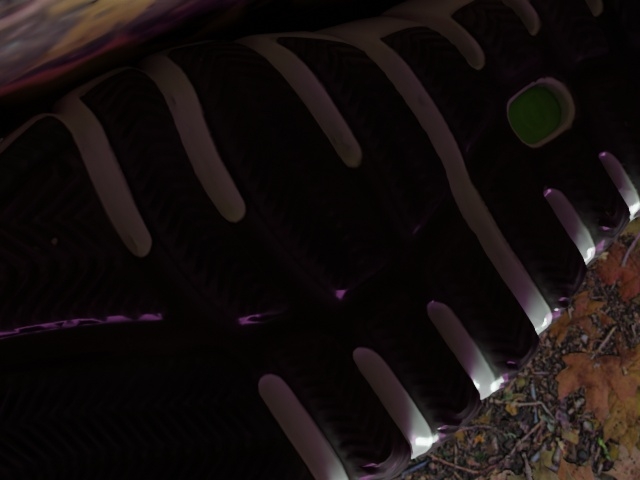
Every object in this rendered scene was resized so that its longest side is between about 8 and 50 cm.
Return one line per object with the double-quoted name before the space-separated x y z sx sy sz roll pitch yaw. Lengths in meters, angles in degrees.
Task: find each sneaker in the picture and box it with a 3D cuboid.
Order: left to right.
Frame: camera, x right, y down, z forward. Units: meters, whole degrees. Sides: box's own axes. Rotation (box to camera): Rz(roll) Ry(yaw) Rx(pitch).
"sneaker" 0.000 0.000 0.414 0.281 0.106 0.162 -27 180 -30
